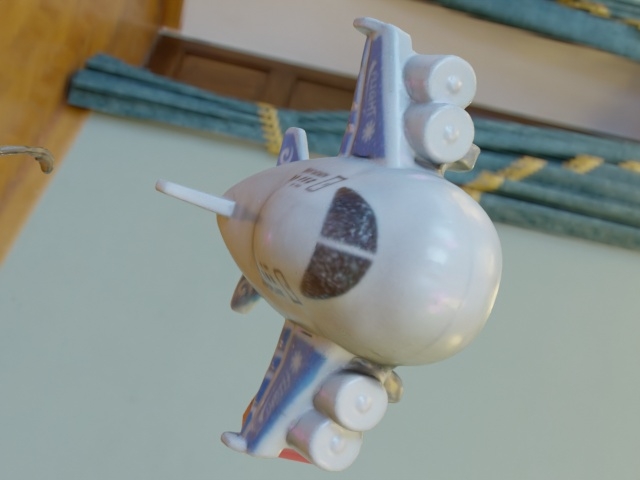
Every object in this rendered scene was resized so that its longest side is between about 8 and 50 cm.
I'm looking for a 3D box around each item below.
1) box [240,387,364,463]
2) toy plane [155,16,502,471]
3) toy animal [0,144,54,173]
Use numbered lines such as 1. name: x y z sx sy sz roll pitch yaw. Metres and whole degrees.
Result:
1. box: -0.011 0.165 1.145 0.152 0.100 0.048 122 -20 -58
2. toy plane: 0.005 0.001 0.707 0.267 0.123 0.266 -30 -127 48
3. toy animal: -0.242 -0.043 0.674 0.255 0.116 0.114 -22 105 -52
